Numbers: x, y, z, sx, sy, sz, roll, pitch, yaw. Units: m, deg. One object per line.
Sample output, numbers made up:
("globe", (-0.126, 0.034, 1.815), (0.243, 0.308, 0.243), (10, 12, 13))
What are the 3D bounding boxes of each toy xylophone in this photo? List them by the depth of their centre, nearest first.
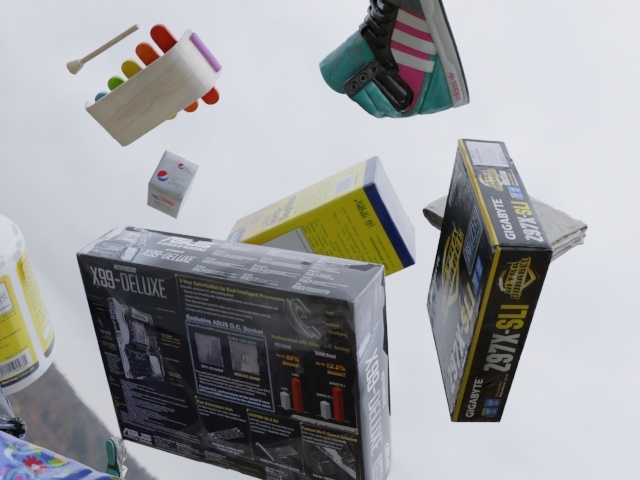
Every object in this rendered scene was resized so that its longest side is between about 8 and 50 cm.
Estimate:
("toy xylophone", (-0.376, -0.335, 1.531), (0.323, 0.081, 0.236), (-21, -55, 16))

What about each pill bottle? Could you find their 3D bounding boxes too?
("pill bottle", (-0.545, 0.074, 1.139), (0.188, 0.188, 0.334), (26, -46, 30))

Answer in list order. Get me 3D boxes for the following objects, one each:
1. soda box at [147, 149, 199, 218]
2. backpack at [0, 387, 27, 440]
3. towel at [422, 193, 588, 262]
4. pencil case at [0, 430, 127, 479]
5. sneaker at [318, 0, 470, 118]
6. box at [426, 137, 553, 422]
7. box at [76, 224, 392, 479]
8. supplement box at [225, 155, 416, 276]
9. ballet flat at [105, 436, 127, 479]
("soda box", (-0.284, -0.102, 1.382), (0.069, 0.074, 0.216), (26, -13, -10))
("backpack", (-0.484, 0.240, 0.909), (0.173, 0.117, 0.158), (12, 18, -46))
("towel", (0.361, -0.035, 1.428), (0.282, 0.187, 0.049), (40, -32, 44))
("pencil case", (-0.287, 0.236, 0.648), (0.306, 0.119, 0.133), (23, -1, -6))
("sneaker", (0.074, -0.276, 0.950), (0.178, 0.124, 0.295), (-19, -52, 11))
("box", (0.224, 0.059, 1.030), (0.079, 0.257, 0.322), (1, -52, -4))
("box", (-0.085, 0.123, 0.734), (0.307, 0.076, 0.242), (7, -62, 25))
("supplement box", (0.000, 0.000, 1.531), (0.356, 0.195, 0.194), (-23, -72, 15))
("ballet flat", (-0.372, 0.413, 1.331), (0.041, 0.041, 0.114), (13, -77, 44))
